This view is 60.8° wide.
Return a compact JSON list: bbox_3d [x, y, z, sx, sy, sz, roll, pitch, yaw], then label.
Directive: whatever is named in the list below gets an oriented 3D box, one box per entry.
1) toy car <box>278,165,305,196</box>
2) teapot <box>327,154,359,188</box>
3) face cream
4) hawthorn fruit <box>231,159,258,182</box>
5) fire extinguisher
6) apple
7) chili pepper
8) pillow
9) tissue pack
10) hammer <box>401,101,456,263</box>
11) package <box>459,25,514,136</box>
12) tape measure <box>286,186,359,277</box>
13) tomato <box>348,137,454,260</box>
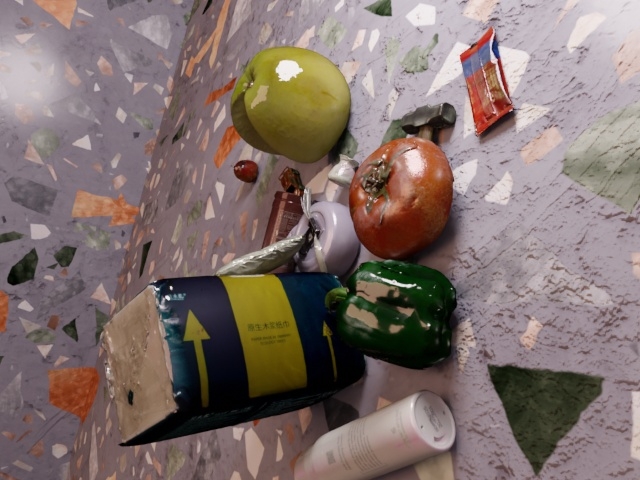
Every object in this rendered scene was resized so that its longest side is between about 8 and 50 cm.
[{"bbox_3d":[-0.077,-0.142,1.449,0.059,0.035,0.122,-49,38,27],"label":"toy car"},{"bbox_3d":[0.054,-0.156,1.244,0.083,0.064,0.064,133,160,-87],"label":"teapot"},{"bbox_3d":[0.074,0.359,0.940,0.345,0.102,0.102,-40,45,41],"label":"face cream"},{"bbox_3d":[-0.228,-0.214,1.675,0.077,0.077,0.077,-29,53,48],"label":"hawthorn fruit"},{"bbox_3d":[-0.104,0.016,1.356,0.105,0.105,0.269,14,89,57],"label":"fire extinguisher"},{"bbox_3d":[-0.076,-0.328,1.331,0.292,0.254,0.292,-30,49,42],"label":"apple"},{"bbox_3d":[0.098,0.120,0.928,0.261,0.165,0.174,9,95,34],"label":"chili pepper"},{"bbox_3d":[-0.137,0.050,1.132,0.051,0.229,0.128,58,147,10],"label":"pillow"},{"bbox_3d":[-0.161,0.212,1.028,0.264,0.416,0.253,-39,63,42],"label":"tissue pack"},{"bbox_3d":[0.177,-0.079,1.036,0.111,0.043,0.365,1,79,55],"label":"hammer"},{"bbox_3d":[0.292,-0.284,0.968,0.083,0.022,0.200,-33,49,45],"label":"package"},{"bbox_3d":[0.001,-0.004,1.207,0.178,0.105,0.196,-60,34,19],"label":"tape measure"},{"bbox_3d":[0.127,-0.081,0.997,0.237,0.095,0.237,-26,58,51],"label":"tomato"}]
